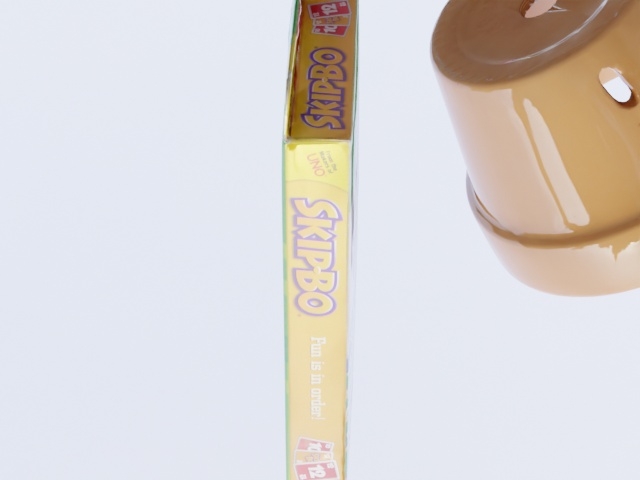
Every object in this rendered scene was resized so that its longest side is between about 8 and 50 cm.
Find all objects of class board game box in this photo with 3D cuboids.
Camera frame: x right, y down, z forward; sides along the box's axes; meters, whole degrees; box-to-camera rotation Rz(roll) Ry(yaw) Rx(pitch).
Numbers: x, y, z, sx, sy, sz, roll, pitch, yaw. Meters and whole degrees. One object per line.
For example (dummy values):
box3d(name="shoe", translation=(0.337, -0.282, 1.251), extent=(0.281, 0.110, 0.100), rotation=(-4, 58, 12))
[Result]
box3d(name="board game box", translation=(0.000, 0.000, 0.847), extent=(0.039, 0.259, 0.124), rotation=(-1, -139, 3))

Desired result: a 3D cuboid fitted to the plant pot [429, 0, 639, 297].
box3d(name="plant pot", translation=(0.222, -0.126, 1.541), extent=(0.291, 0.203, 0.291), rotation=(-25, -144, 20))
